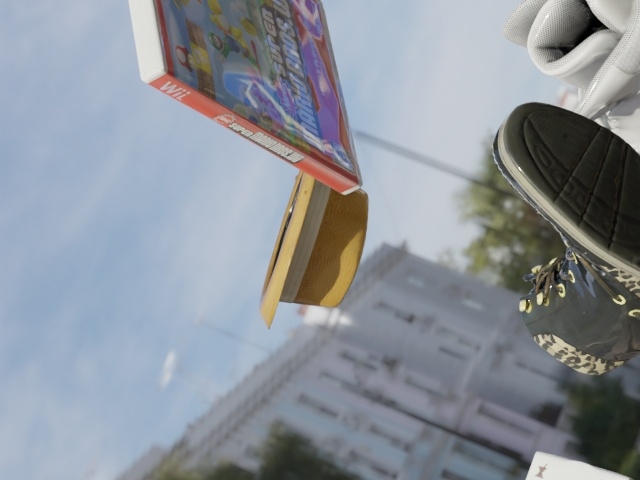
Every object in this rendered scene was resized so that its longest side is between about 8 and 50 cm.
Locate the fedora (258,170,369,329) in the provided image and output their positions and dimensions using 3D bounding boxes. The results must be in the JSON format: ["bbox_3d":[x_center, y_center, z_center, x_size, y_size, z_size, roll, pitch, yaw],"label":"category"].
[{"bbox_3d":[0.000,0.000,1.518,0.194,0.079,0.194,-163,90,-86],"label":"fedora"}]

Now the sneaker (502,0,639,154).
[{"bbox_3d":[0.255,-0.139,1.396,0.210,0.137,0.366,-14,-32,-25],"label":"sneaker"}]

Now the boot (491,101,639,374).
[{"bbox_3d":[0.182,0.012,1.124,0.178,0.236,0.085,-32,26,57],"label":"boot"}]

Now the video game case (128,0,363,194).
[{"bbox_3d":[-0.065,-0.171,1.315,0.285,0.025,0.204,27,-135,-52],"label":"video game case"}]

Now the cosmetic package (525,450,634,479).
[{"bbox_3d":[0.347,0.374,1.957,0.183,0.151,0.151,33,-105,-39],"label":"cosmetic package"}]
